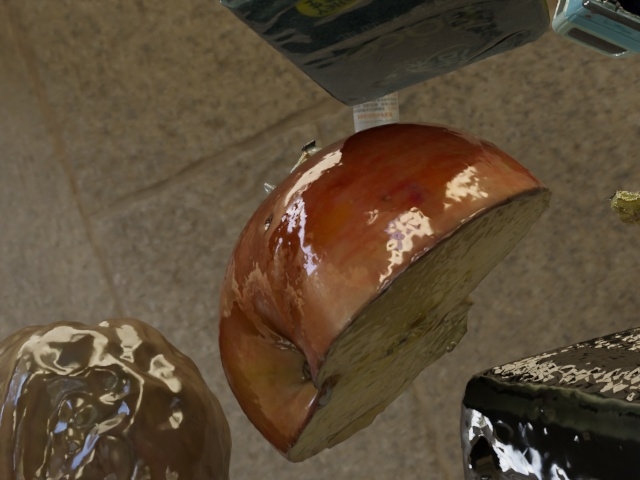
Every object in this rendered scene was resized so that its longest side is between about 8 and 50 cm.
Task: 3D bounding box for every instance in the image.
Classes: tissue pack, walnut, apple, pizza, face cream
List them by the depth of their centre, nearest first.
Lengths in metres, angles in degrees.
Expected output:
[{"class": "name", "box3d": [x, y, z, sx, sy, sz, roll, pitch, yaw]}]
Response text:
[{"class": "tissue pack", "box3d": [0.053, -0.187, 0.800, 0.185, 0.257, 0.081, -17, 77, 16]}, {"class": "apple", "box3d": [0.021, 0.019, 0.857, 0.163, 0.251, 0.293, 45, 137, 21]}, {"class": "walnut", "box3d": [-0.202, 0.195, 0.929, 0.273, 0.273, 0.227, 46, 144, 19]}, {"class": "pizza", "box3d": [0.495, -0.047, 1.729, 0.099, 0.160, 0.036, 10, 81, 3]}, {"class": "face cream", "box3d": [0.092, -0.255, 1.922, 0.082, 0.082, 0.269, 1, 96, 40]}]

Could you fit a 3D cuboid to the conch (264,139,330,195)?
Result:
[{"class": "conch", "box3d": [0.000, 0.000, 1.446, 0.182, 0.275, 0.149, -42, 76, -6]}]

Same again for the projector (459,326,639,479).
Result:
[{"class": "projector", "box3d": [0.294, 0.272, 0.771, 0.395, 0.242, 0.405, 177, 82, -69]}]

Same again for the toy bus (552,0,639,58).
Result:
[{"class": "toy bus", "box3d": [0.386, -0.368, 1.378, 0.165, 0.133, 0.272, 152, 138, -75]}]
